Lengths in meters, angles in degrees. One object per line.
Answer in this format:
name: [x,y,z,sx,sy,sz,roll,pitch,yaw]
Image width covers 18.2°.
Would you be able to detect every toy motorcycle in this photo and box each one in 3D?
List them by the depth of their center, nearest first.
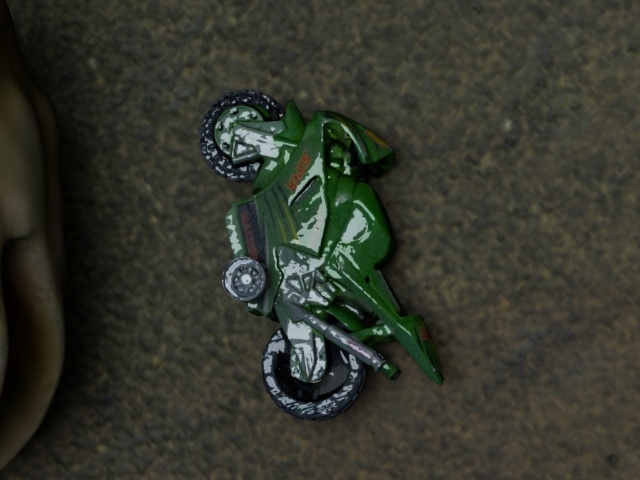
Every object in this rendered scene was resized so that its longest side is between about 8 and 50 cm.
toy motorcycle: [0.000,0.000,1.089,0.106,0.074,0.190,-17,79,8]

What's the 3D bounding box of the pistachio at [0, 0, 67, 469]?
pistachio: [-0.315,0.010,1.097,0.365,0.281,0.445,36,110,10]
